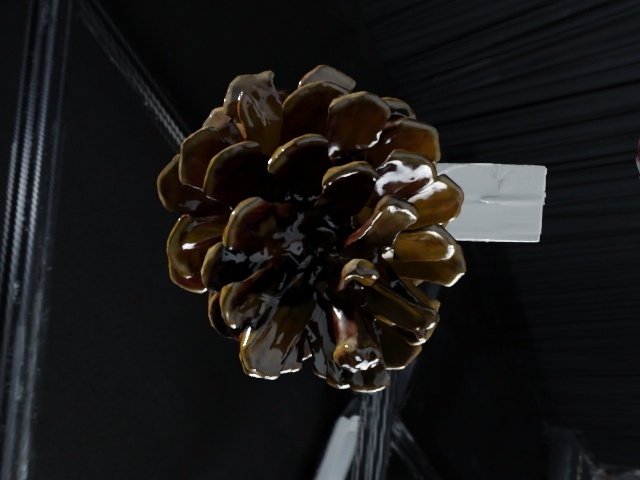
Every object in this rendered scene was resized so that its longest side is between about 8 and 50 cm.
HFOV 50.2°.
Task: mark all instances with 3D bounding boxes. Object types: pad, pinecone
[{"bbox_3d":[0.304,-0.070,1.287,0.004,0.231,0.157,-68,-21,-67],"label":"pad"},{"bbox_3d":[0.000,0.000,0.756,0.384,0.384,0.385,13,-107,-52],"label":"pinecone"}]

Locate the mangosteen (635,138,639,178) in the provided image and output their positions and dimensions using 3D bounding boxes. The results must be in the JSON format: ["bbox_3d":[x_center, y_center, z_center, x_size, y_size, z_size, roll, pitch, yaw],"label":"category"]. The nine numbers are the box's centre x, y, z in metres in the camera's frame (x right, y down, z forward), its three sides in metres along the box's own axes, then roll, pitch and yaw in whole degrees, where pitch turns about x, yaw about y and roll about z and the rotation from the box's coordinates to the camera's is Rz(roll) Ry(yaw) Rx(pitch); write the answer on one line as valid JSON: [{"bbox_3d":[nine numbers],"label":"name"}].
[{"bbox_3d":[0.450,-0.103,0.794,0.137,0.151,0.137,37,-153,-23],"label":"mangosteen"}]
